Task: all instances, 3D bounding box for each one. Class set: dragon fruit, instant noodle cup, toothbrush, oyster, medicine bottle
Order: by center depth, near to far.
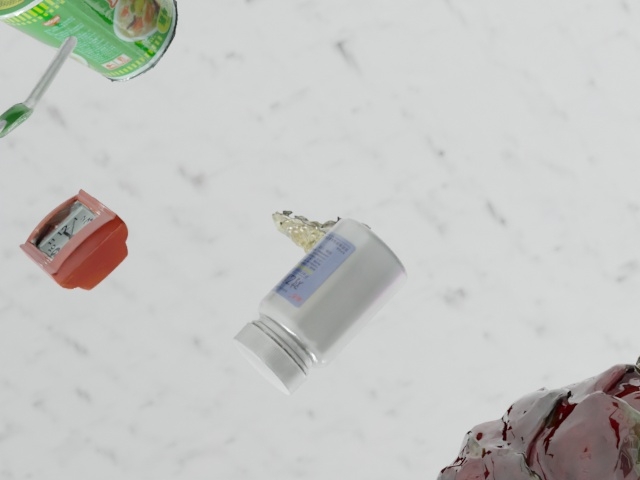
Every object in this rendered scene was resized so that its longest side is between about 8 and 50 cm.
[{"bbox_3d":[0.234,0.250,1.395,0.329,0.329,0.329,43,-147,-38],"label":"dragon fruit"},{"bbox_3d":[-0.283,-0.115,1.633,0.030,0.030,0.304,54,-149,-22],"label":"toothbrush"},{"bbox_3d":[-0.001,0.072,1.941,0.103,0.187,0.103,43,169,10],"label":"medicine bottle"},{"bbox_3d":[-0.309,-0.320,2.283,0.232,0.207,0.207,35,-142,-49],"label":"instant noodle cup"},{"bbox_3d":[0.005,0.000,2.365,0.133,0.209,0.072,11,-87,-35],"label":"oyster"}]

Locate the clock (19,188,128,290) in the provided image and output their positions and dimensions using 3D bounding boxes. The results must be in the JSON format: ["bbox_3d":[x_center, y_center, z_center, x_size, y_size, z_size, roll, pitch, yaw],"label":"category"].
[{"bbox_3d":[-0.307,0.003,2.252,0.061,0.113,0.155,51,171,-29],"label":"clock"}]
